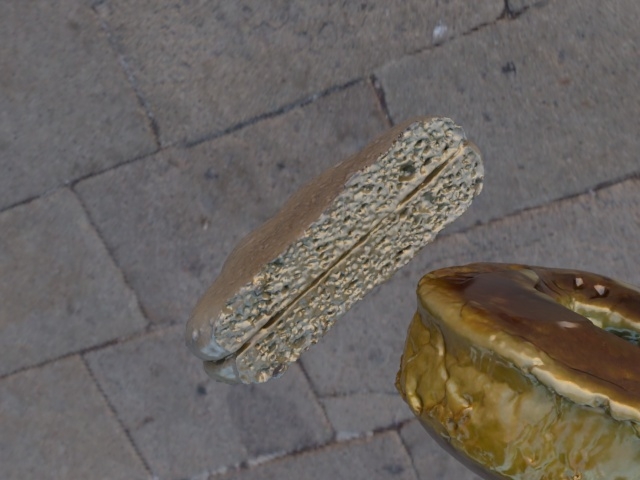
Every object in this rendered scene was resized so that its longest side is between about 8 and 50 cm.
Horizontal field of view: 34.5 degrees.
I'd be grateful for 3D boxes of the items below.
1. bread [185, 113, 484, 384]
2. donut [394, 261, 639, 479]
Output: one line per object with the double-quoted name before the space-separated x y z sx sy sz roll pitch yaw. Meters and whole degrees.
"bread" 0.004 0.004 1.005 0.337 0.183 0.102 -41 103 -13
"donut" 0.216 0.123 0.851 0.329 0.330 0.160 20 110 -4
